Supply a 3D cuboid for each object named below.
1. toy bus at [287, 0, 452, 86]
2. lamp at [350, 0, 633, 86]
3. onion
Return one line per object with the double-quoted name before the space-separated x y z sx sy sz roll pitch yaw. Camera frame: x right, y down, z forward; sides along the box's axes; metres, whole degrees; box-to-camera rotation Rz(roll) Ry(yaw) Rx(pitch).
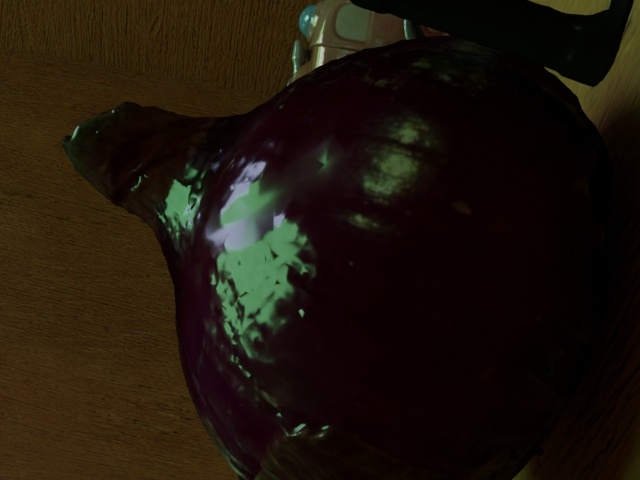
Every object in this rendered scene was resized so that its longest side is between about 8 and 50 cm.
"toy bus" 0.072 -0.255 1.479 0.194 0.232 0.287 -110 28 -88
"lamp" 0.153 -0.310 0.500 0.272 0.205 0.374 99 -169 -76
"onion" 0.004 0.003 0.685 0.347 0.385 0.348 -63 2 5
